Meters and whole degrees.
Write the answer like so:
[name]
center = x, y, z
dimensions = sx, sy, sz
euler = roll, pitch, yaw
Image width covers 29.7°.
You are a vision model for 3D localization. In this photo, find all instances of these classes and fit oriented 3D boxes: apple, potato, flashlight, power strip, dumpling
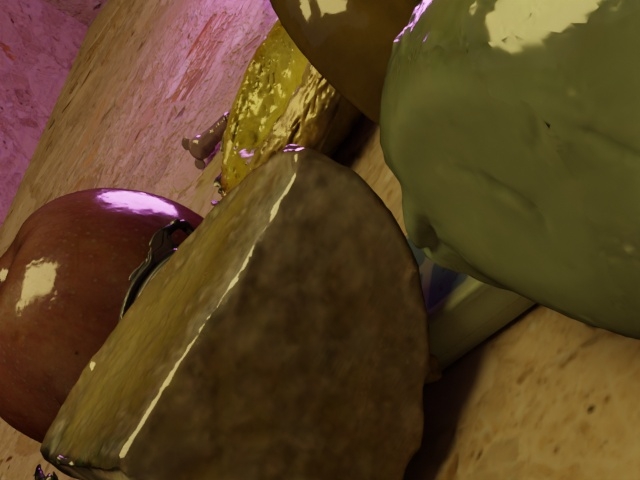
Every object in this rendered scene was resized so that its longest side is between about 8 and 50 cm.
[apple]
center = -0.232, 0.080, 1.265
dimensions = 0.306, 0.235, 0.306
euler = -47, 26, 31
[potato]
center = -0.032, 0.094, 0.827
dimensions = 0.264, 0.211, 0.189
euler = -61, 18, -10
[flashlight]
center = -0.144, -0.143, 1.645
dimensions = 0.110, 0.052, 0.031
euler = -36, -5, 37
[power strip]
center = 0.088, 0.028, 0.844
dimensions = 0.270, 0.046, 0.118
euler = -43, 27, 41
[dumpling]
center = 0.148, -0.081, 0.551
dimensions = 0.320, 0.212, 0.270
euler = 12, 105, 34

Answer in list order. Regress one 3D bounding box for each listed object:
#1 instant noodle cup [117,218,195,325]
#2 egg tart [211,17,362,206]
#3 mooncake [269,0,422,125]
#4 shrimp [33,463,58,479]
[instant noodle cup]
center = -0.055, 0.080, 0.968
dimensions = 0.125, 0.208, 0.177
euler = -7, 29, 48
[egg tart]
center = -0.023, -0.137, 1.267
dimensions = 0.279, 0.095, 0.279
euler = -51, 25, 37
[mooncake]
center = 0.077, -0.172, 0.876
dimensions = 0.117, 0.235, 0.235
euler = -48, 24, 35
[shrimp]
center = -0.275, 0.288, 1.381
dimensions = 0.198, 0.051, 0.262
euler = -51, 24, 8
